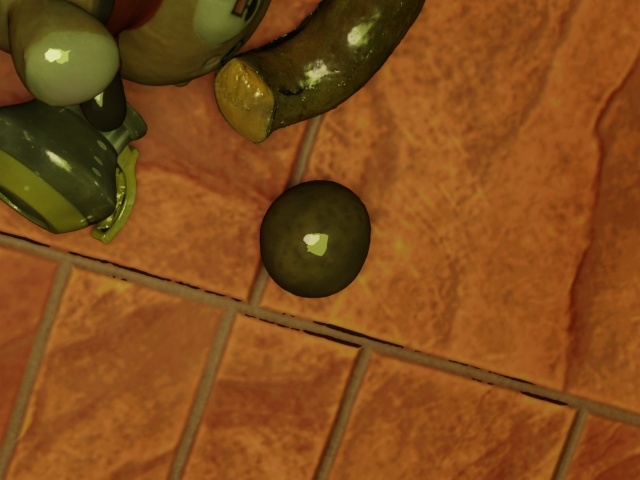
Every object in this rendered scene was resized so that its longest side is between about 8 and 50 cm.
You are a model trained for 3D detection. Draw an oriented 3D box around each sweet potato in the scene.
[{"bbox_3d":[0.025,-0.199,1.163,0.112,0.085,0.286,38,91,-31],"label":"sweet potato"}]

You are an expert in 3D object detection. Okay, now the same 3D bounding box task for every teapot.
[{"bbox_3d":[-0.205,-0.066,1.129,0.119,0.130,0.166,-54,142,-14],"label":"teapot"}]

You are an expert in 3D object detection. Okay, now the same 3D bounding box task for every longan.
[{"bbox_3d":[0.000,0.000,1.202,0.119,0.106,0.106,21,97,-57],"label":"longan"}]

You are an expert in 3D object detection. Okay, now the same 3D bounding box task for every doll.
[{"bbox_3d":[-0.147,-0.204,1.021,0.174,0.330,0.235,22,111,22],"label":"doll"}]
